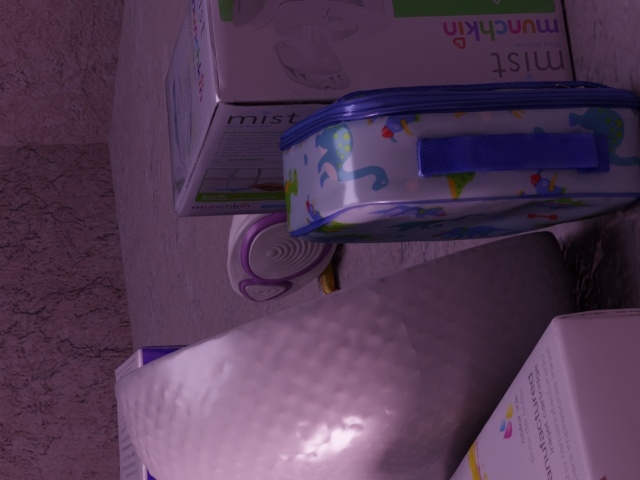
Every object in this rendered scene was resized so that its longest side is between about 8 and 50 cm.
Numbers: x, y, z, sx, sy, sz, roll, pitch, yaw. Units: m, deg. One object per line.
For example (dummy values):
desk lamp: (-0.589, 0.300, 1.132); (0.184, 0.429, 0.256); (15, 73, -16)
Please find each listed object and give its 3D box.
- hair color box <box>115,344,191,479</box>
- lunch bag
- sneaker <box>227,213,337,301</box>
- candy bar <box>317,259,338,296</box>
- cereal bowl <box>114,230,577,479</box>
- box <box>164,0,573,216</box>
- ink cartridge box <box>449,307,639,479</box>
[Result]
hair color box: (-0.128, 0.277, 1.709); (0.185, 0.110, 0.339); (143, 127, -73)
lunch bag: (0.093, -0.051, 1.179); (0.176, 0.219, 0.090); (160, 106, -73)
sneaker: (-0.030, -0.074, 1.981); (0.152, 0.114, 0.305); (-101, 24, -59)
candy bar: (0.000, 0.000, 2.032); (0.040, 0.018, 0.161); (105, 158, -62)
cereal bowl: (0.032, 0.113, 1.278); (0.339, 0.339, 0.141); (140, 111, -74)
box: (0.027, -0.113, 1.361); (0.231, 0.262, 0.127); (118, 147, -67)
ink cartridge box: (0.175, 0.204, 1.081); (0.306, 0.131, 0.226); (112, 152, -58)
